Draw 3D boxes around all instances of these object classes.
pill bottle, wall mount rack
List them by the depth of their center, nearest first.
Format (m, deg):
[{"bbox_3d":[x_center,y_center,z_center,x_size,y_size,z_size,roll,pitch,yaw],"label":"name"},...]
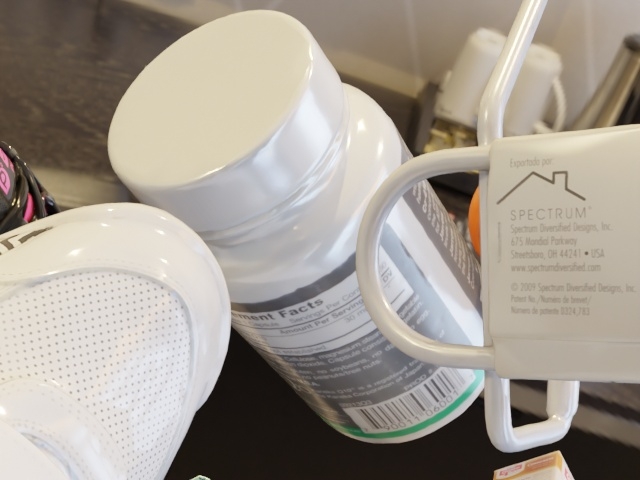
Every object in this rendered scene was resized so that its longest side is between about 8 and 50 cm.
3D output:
[{"bbox_3d":[0.189,-0.043,0.515,0.350,0.304,0.130,-2,-3,37],"label":"wall mount rack"},{"bbox_3d":[0.000,0.000,0.870,0.204,0.361,0.204,-18,46,20],"label":"pill bottle"}]

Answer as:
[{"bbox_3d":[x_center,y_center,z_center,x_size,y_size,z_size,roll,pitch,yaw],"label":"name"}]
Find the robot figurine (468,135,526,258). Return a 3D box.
[{"bbox_3d":[0.217,-0.006,0.952,0.158,0.128,0.219,22,10,-33],"label":"robot figurine"}]

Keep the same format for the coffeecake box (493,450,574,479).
[{"bbox_3d":[0.193,0.289,0.885,0.142,0.068,0.185,62,23,-11],"label":"coffeecake box"}]

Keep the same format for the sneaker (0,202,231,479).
[{"bbox_3d":[-0.109,0.124,0.292,0.210,0.137,0.366,-3,39,50],"label":"sneaker"}]

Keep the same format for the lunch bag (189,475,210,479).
[{"bbox_3d":[-0.240,0.525,1.711,0.160,0.223,0.262,19,56,9],"label":"lunch bag"}]

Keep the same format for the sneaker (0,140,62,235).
[{"bbox_3d":[-0.292,0.010,0.921,0.482,0.202,0.185,17,26,-45],"label":"sneaker"}]
